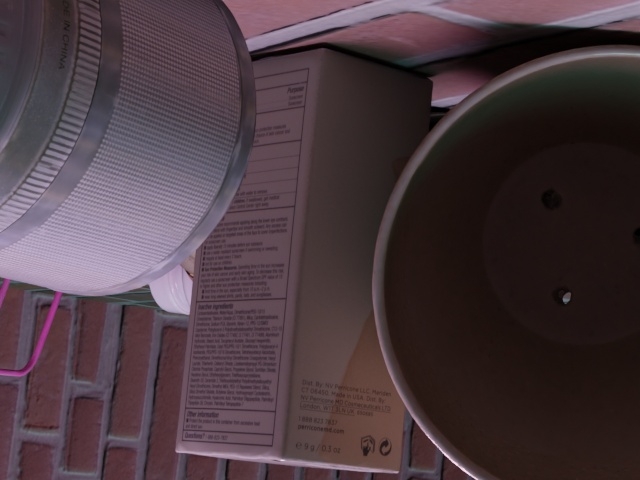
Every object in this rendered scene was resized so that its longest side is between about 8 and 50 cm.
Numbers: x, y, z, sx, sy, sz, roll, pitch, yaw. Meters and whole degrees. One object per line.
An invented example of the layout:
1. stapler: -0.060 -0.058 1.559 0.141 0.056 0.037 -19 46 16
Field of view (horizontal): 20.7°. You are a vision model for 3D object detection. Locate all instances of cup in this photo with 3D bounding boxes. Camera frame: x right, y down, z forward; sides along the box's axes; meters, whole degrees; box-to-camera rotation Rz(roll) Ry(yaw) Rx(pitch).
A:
1. cup: 0.208 0.015 1.315 0.331 0.331 0.237 6 -171 3

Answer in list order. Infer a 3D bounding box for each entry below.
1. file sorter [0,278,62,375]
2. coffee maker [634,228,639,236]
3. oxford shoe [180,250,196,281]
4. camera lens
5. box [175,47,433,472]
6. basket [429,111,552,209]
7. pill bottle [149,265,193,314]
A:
1. file sorter: -0.449 0.020 1.962 0.291 0.182 0.202 20 177 17
2. coffee maker: 0.331 -0.023 1.521 0.171 0.120 0.178 4 173 7
3. oxford shoe: 0.000 0.000 1.919 0.397 0.140 0.146 -4 155 24
4. camera lens: -0.184 -0.090 1.025 0.219 0.219 0.274 2 171 30
5. box: -0.012 0.019 1.362 0.121 0.311 0.148 12 171 -38
6. basket: 0.078 -0.029 1.586 0.204 0.154 0.227 -9 -179 -13
7. pill bottle: -0.078 0.040 2.209 0.272 0.152 0.152 2 172 31
